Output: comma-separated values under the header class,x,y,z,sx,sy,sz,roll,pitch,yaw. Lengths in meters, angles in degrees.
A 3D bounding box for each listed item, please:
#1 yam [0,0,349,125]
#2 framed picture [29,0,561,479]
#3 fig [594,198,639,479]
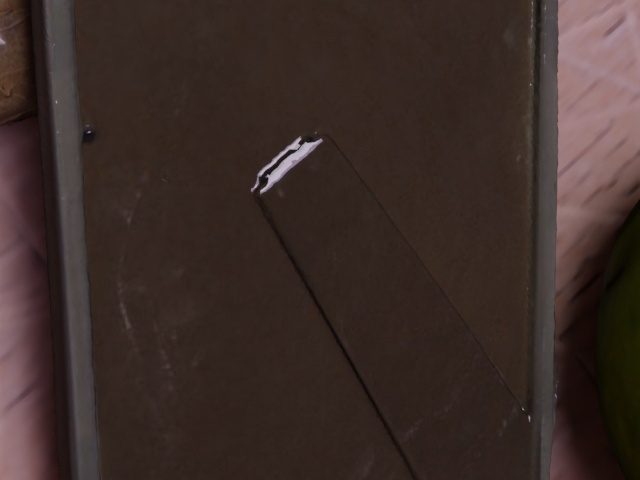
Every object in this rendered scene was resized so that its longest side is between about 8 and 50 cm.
class,x,y,z,sx,sy,sz,roll,pitch,yaw
yam,-0.122,-0.052,0.547,0.299,0.066,0.066,-19,98,-25
framed picture,0.000,0.000,0.587,0.189,0.023,0.260,-11,110,-28
fig,0.171,0.071,0.636,0.167,0.167,0.234,6,94,-25
